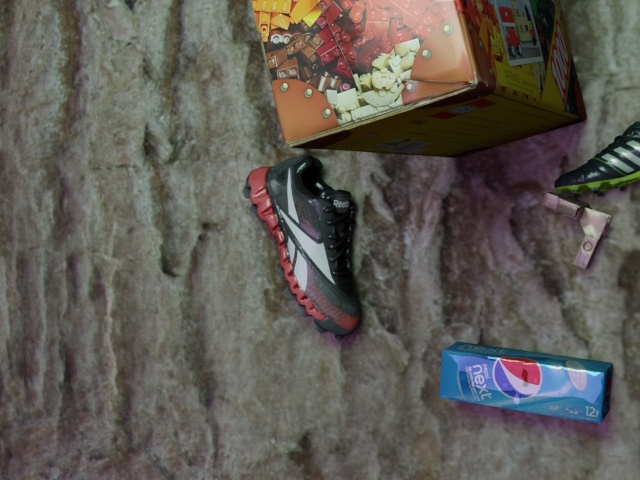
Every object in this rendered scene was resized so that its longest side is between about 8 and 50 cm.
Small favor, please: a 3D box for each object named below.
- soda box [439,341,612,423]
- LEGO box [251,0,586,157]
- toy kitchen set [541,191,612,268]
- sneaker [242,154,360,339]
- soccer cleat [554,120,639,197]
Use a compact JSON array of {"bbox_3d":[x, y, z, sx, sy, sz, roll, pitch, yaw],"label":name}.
[{"bbox_3d":[0.266,0.182,1.191,0.210,0.071,0.067,5,95,25],"label":"soda box"},{"bbox_3d":[0.113,-0.296,1.000,0.193,0.500,0.373,-14,88,26],"label":"LEGO box"},{"bbox_3d":[0.311,-0.014,1.160,0.083,0.068,0.075,25,104,22],"label":"toy kitchen set"},{"bbox_3d":[0.000,0.000,1.292,0.135,0.097,0.276,-29,79,26],"label":"sneaker"},{"bbox_3d":[0.376,-0.102,1.135,0.178,0.060,0.072,-16,77,19],"label":"soccer cleat"}]
